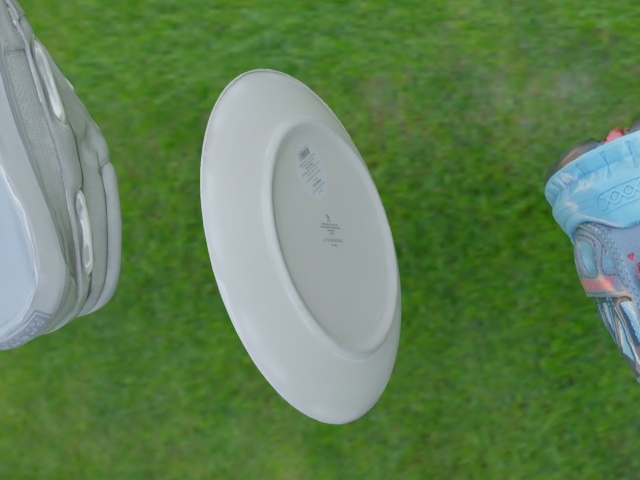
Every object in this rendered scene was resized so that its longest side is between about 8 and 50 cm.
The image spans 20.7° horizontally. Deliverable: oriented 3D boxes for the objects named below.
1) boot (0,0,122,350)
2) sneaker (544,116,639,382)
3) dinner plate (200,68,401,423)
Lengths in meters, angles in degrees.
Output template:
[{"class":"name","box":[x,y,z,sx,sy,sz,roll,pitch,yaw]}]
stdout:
[{"class":"boot","box":[-0.167,-0.077,0.811,0.095,0.123,0.258,-16,89,14]},{"class":"sneaker","box":[0.179,0.040,0.764,0.104,0.262,0.125,-25,63,28]},{"class":"dinner plate","box":[0.000,0.000,0.675,0.017,0.141,0.141,-17,85,28]}]
